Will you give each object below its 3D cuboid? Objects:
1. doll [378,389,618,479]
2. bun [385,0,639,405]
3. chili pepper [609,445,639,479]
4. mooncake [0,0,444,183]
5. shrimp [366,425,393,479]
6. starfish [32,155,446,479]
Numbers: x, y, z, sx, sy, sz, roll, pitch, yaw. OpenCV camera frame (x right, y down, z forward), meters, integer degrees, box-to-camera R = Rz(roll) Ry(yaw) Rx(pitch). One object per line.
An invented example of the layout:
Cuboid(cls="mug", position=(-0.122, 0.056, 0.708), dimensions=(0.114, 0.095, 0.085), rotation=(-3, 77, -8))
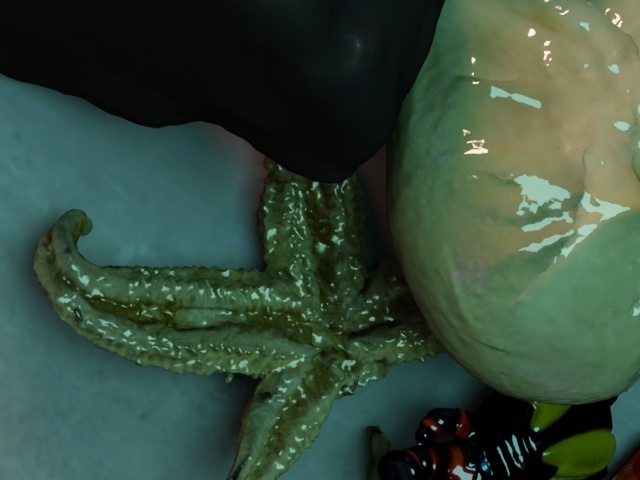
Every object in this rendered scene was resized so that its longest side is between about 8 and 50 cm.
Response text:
Cuboid(cls="doll", position=(0.160, 0.167, 1.575), dimensions=(0.248, 0.088, 0.127), rotation=(-21, 121, -35))
Cuboid(cls="bun", position=(0.204, -0.060, 1.479), dimensions=(0.361, 0.213, 0.361), rotation=(9, 75, -37))
Cuboid(cls="chili pepper", position=(0.287, 0.196, 1.656), dimensions=(0.191, 0.050, 0.059), rotation=(-35, 98, -30))
Cuboid(cls="mooncake", position=(-0.096, -0.211, 1.346), dimensions=(0.381, 0.350, 0.212), rotation=(24, 77, -2))
Cuboid(cls="shrimp", position=(0.002, 0.272, 1.550), dimensions=(0.173, 0.058, 0.253), rotation=(3, 86, -12))
Cuboid(cls="starfish", position=(0.000, 0.000, 1.538), dimensions=(0.432, 0.082, 0.324), rotation=(-37, 96, -24))
